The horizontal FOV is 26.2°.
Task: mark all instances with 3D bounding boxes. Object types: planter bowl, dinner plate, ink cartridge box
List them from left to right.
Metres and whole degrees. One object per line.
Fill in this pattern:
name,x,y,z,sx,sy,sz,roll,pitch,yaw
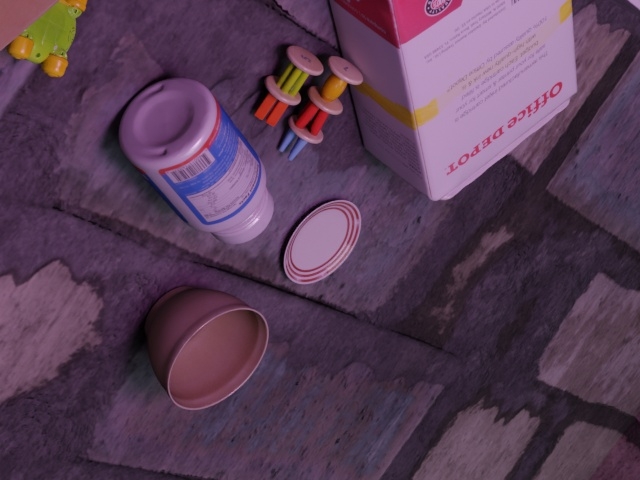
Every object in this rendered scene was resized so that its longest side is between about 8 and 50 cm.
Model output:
planter bowl,-0.164,0.127,1.824,0.162,0.109,0.162,-28,140,-27
dinner plate,0.000,0.000,1.968,0.141,0.017,0.141,-29,140,-28
ink cartridge box,0.174,-0.279,1.777,0.279,0.160,0.385,-37,142,-16

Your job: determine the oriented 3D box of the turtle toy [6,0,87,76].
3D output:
turtle toy,-0.299,-0.226,1.389,0.130,0.066,0.095,26,78,-51

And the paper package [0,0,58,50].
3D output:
paper package,-0.317,-0.349,1.173,0.309,0.168,0.325,-43,144,-12

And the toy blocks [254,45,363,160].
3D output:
toy blocks,-0.031,-0.168,1.747,0.123,0.054,0.148,7,129,-41

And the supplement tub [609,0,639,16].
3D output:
supplement tub,0.439,-0.487,1.809,0.241,0.241,0.331,19,107,-53

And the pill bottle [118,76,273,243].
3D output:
pill bottle,-0.139,-0.086,1.645,0.124,0.124,0.221,-45,145,-7
